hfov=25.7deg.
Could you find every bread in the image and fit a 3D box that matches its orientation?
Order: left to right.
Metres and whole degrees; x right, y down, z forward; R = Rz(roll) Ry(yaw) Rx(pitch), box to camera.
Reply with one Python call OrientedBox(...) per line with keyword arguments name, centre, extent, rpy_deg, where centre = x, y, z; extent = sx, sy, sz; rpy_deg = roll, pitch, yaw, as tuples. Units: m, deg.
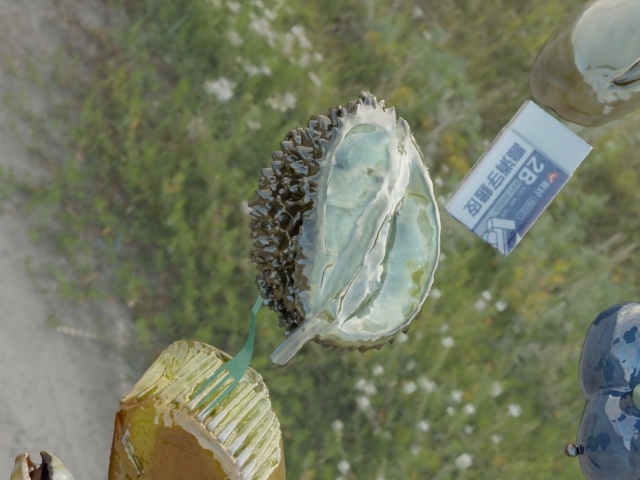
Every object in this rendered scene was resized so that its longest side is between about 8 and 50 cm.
OrientedBox(name="bread", centre=(-0.147, 0.266, 1.550), extent=(0.204, 0.288, 0.156), rpy_deg=(22, 37, 23))

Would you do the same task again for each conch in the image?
OrientedBox(name="conch", centre=(-0.302, 0.296, 1.572), extent=(0.104, 0.094, 0.176), rpy_deg=(11, 49, -26))

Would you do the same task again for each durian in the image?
OrientedBox(name="durian", centre=(0.000, 0.000, 0.877), extent=(0.148, 0.091, 0.188), rpy_deg=(52, 50, -40))

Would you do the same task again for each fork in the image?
OrientedBox(name="fork", centre=(-0.045, 0.050, 1.211), extent=(0.021, 0.235, 0.039), rpy_deg=(21, 14, -35))

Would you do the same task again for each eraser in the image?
OrientedBox(name="eraser", centre=(0.296, -0.094, 2.125), extent=(0.124, 0.210, 0.068), rpy_deg=(37, 6, -3))

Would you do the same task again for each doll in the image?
OrientedBox(name="doll", centre=(0.409, 0.208, 1.840), extent=(0.228, 0.154, 0.258), rpy_deg=(80, 23, -55))

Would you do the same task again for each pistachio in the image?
OrientedBox(name="pistachio", centre=(0.336, -0.218, 1.608), extent=(0.153, 0.238, 0.137), rpy_deg=(29, -33, 47))
